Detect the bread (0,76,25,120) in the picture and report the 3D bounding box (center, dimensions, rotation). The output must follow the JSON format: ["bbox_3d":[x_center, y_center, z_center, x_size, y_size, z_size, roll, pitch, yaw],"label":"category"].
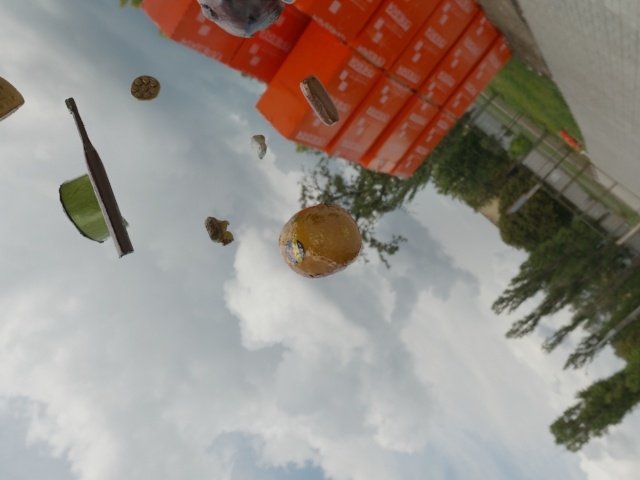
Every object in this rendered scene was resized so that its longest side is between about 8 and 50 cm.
[{"bbox_3d":[-0.853,-0.347,1.340,0.116,0.077,0.200,50,-151,-23],"label":"bread"}]

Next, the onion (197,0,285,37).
[{"bbox_3d":[-0.207,-0.602,1.277,0.246,0.190,0.246,35,170,7],"label":"onion"}]

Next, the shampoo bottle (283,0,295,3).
[{"bbox_3d":[0.008,-0.627,1.083,0.092,0.303,0.092,28,-136,-31],"label":"shampoo bottle"}]

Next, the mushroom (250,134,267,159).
[{"bbox_3d":[-0.219,-0.341,1.933,0.055,0.059,0.202,5,-159,-17],"label":"mushroom"}]

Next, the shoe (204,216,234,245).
[{"bbox_3d":[-0.318,-0.033,1.684,0.109,0.072,0.069,34,-164,31],"label":"shoe"}]

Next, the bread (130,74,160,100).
[{"bbox_3d":[-0.633,-0.549,1.920,0.110,0.110,0.024,44,170,13],"label":"bread"}]

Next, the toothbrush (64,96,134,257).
[{"bbox_3d":[-0.482,-0.137,1.155,0.041,0.041,0.363,-26,-83,-67],"label":"toothbrush"}]

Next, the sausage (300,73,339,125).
[{"bbox_3d":[0.000,-0.483,1.848,0.197,0.076,0.076,54,-169,-32],"label":"sausage"}]

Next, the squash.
[{"bbox_3d":[-0.667,-0.112,1.601,0.220,0.133,0.220,58,-176,-6],"label":"squash"}]

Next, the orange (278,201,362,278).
[{"bbox_3d":[-0.001,0.002,1.384,0.219,0.219,0.192,-1,-102,-60],"label":"orange"}]
